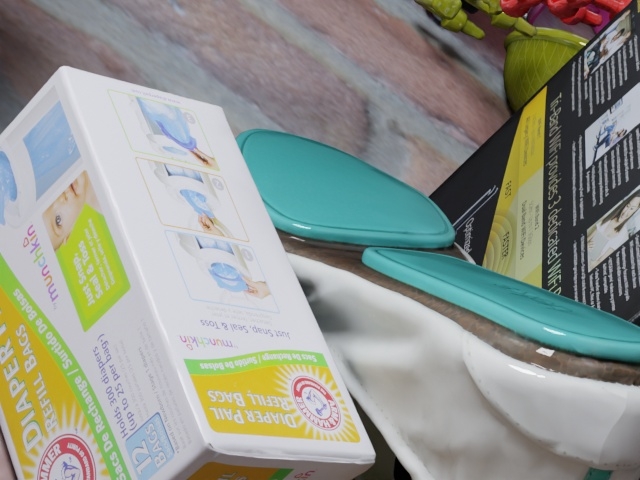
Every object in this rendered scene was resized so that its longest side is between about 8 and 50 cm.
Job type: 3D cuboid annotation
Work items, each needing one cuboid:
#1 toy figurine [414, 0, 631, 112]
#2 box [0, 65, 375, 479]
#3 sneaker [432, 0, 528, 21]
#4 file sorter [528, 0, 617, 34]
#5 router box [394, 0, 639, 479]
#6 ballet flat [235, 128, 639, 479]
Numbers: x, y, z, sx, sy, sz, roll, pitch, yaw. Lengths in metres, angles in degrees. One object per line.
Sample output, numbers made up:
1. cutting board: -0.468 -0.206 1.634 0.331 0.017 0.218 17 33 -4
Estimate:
1. toy figurine: 0.184 -0.049 1.205 0.191 0.217 0.362 19 -4 -30
2. box: -0.079 0.041 0.780 0.103 0.114 0.203 12 44 -46
3. sneaker: 0.168 -0.249 1.357 0.094 0.235 0.153 53 18 -69
4. file sorter: 0.278 -0.221 1.462 0.182 0.202 0.290 10 45 -43
5. router box: 0.141 0.017 0.956 0.081 0.243 0.309 36 32 -16
6. ballet flat: 0.025 0.047 0.850 0.139 0.139 0.400 28 4 -28
